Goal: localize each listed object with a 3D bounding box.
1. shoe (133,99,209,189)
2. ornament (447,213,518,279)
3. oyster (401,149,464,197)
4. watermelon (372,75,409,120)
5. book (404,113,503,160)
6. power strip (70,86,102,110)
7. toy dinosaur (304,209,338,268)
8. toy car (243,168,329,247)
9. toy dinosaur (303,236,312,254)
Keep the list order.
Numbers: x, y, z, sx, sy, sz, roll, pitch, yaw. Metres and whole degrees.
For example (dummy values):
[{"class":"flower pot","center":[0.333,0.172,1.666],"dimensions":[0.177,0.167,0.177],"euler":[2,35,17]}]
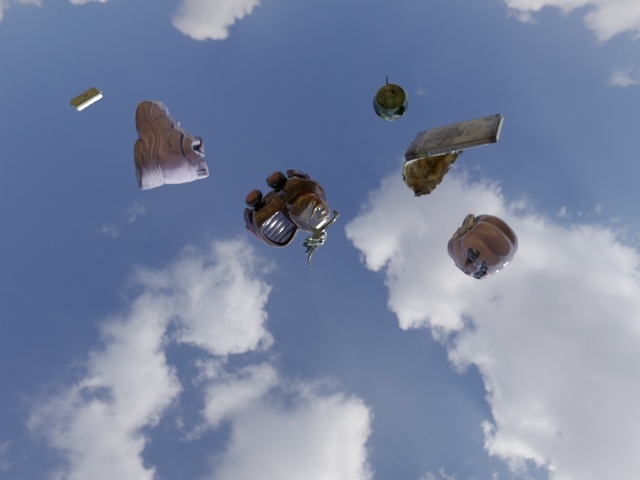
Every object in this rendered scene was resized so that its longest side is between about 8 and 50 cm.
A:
[{"class":"shoe","center":[-0.306,-0.205,0.875],"dimensions":[0.137,0.095,0.245],"euler":[-1,-128,-18]},{"class":"ornament","center":[0.430,0.010,1.141],"dimensions":[0.177,0.178,0.178],"euler":[-4,-125,5]},{"class":"oyster","center":[0.472,-0.329,1.720],"dimensions":[0.336,0.198,0.133],"euler":[-34,-131,-1]},{"class":"watermelon","center":[0.190,-0.379,1.149],"dimensions":[0.108,0.109,0.109],"euler":[-4,-125,5]},{"class":"book","center":[0.348,-0.273,1.107],"dimensions":[0.231,0.026,0.157],"euler":[-6,-148,33]},{"class":"power strip","center":[-0.675,-0.408,1.218],"dimensions":[0.090,0.016,0.040],"euler":[-41,-111,-18]},{"class":"toy dinosaur","center":[-0.014,-0.003,0.979],"dimensions":[0.058,0.180,0.037],"euler":[13,-133,-16]},{"class":"toy car","center":[-0.122,-0.103,1.668],"dimensions":[0.340,0.271,0.240],"euler":[-42,-137,5]},{"class":"toy dinosaur","center":[-0.027,0.017,1.467],"dimensions":[0.083,0.047,0.031],"euler":[-39,-162,12]}]
